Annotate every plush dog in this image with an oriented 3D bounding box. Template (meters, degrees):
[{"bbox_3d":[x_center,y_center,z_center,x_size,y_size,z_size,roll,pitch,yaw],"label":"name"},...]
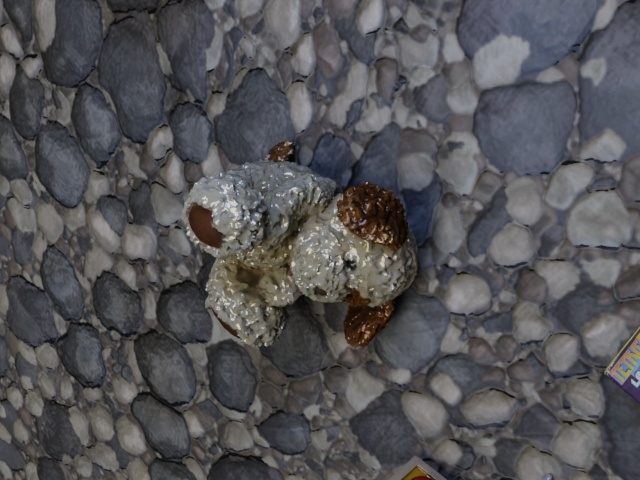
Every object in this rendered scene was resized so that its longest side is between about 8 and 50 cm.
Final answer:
[{"bbox_3d":[0.000,0.000,1.087,0.225,0.210,0.262,21,146,18],"label":"plush dog"}]

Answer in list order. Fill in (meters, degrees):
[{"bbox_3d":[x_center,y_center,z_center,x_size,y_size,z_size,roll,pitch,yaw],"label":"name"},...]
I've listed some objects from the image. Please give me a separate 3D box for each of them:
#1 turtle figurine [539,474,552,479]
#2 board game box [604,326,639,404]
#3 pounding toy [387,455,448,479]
[{"bbox_3d":[0.206,0.386,0.972,0.198,0.266,0.274,35,155,60],"label":"turtle figurine"},{"bbox_3d":[0.358,0.102,0.881,0.141,0.048,0.170,44,128,23],"label":"board game box"},{"bbox_3d":[0.128,0.316,1.100,0.141,0.130,0.100,35,136,27],"label":"pounding toy"}]
